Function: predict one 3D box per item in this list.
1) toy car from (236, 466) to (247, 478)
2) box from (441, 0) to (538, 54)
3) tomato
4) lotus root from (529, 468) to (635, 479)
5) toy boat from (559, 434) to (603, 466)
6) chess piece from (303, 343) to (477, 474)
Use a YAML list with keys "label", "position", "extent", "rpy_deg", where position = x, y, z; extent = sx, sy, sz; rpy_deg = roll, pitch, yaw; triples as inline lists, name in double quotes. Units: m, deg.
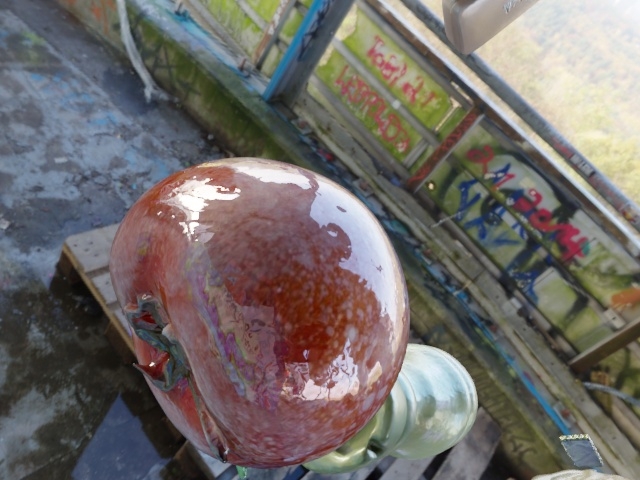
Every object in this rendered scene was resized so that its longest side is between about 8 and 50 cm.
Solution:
- label: "toy car"
  position: [-0.142, 0.312, 1.185]
  extent: [0.214, 0.176, 0.358]
  rpy_deg: [-11, 85, -2]
- label: "box"
  position: [0.126, -0.165, 0.322]
  extent: [0.025, 0.115, 0.048]
  rpy_deg: [53, 4, 21]
- label: "tomato"
  position: [-0.046, 0.057, 0.468]
  extent: [0.227, 0.270, 0.270]
  rpy_deg: [-25, 69, -39]
- label: "lotus root"
  position: [0.397, 0.472, 0.729]
  extent: [0.316, 0.316, 0.249]
  rpy_deg: [-17, 78, -48]
- label: "toy boat"
  position: [0.585, 0.472, 1.184]
  extent: [0.115, 0.063, 0.016]
  rpy_deg: [54, 37, -28]
- label: "chess piece"
  position: [0.105, 0.280, 0.903]
  extent: [0.442, 0.234, 0.234]
  rpy_deg: [24, 31, -60]
